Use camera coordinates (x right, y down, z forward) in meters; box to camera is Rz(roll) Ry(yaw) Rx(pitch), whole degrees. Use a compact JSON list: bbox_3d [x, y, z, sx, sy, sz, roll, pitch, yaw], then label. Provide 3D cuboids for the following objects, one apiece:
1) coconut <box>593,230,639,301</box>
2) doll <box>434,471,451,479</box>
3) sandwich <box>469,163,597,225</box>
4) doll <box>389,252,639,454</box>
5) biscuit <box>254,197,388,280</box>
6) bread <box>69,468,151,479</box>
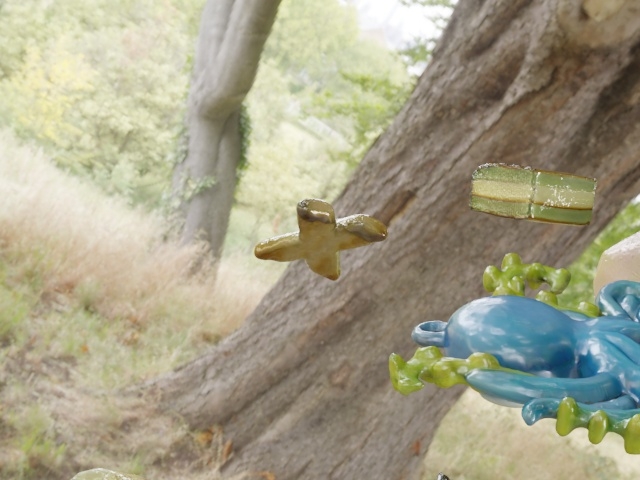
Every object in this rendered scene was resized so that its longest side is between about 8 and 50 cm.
[{"bbox_3d":[0.532,0.087,1.137,0.245,0.233,0.233,31,15,15],"label":"coconut"},{"bbox_3d":[0.373,0.748,2.165,0.179,0.102,0.089,69,15,9],"label":"doll"},{"bbox_3d":[0.320,-0.070,1.139,0.163,0.079,0.113,1,9,-39],"label":"sandwich"},{"bbox_3d":[0.255,0.115,0.733,0.341,0.099,0.346,12,20,14],"label":"doll"},{"bbox_3d":[-0.001,-0.001,1.261,0.164,0.208,0.047,19,61,-19],"label":"biscuit"},{"bbox_3d":[-0.210,0.473,1.134,0.423,0.329,0.245,5,16,32],"label":"bread"}]
